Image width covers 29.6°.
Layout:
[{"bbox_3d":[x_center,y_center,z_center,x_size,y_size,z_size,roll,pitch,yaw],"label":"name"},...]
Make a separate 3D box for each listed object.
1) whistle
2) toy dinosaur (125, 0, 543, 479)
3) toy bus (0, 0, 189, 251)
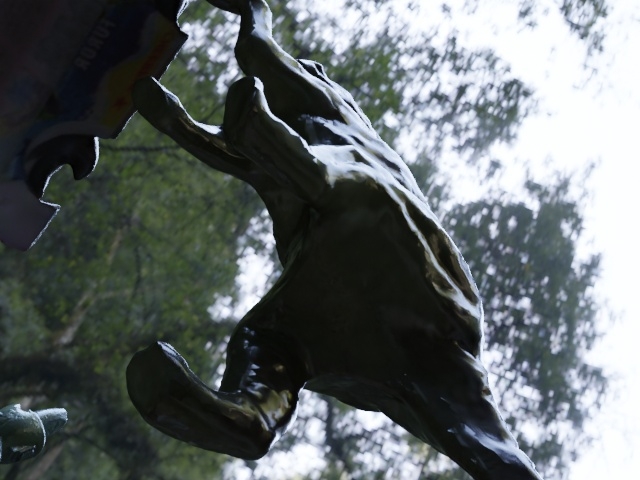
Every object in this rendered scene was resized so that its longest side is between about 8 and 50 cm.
[{"bbox_3d":[-0.180,0.112,0.685,0.035,0.100,0.035,3,-83,27],"label":"whistle"},{"bbox_3d":[0.005,-0.005,0.468,0.077,0.294,0.162,-36,-51,27],"label":"toy dinosaur"},{"bbox_3d":[-0.121,-0.119,0.604,0.112,0.090,0.274,26,-56,-28],"label":"toy bus"}]
